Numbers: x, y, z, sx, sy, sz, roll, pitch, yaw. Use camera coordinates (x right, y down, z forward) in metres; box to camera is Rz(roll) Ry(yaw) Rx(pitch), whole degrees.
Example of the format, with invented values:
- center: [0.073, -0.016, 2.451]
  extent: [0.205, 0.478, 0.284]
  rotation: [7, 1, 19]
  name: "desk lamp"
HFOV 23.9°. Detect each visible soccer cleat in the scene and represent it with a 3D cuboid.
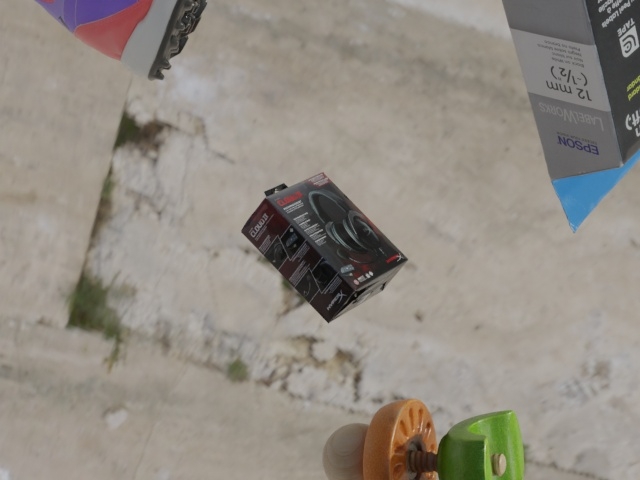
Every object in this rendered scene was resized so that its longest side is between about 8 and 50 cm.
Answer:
- center: [-0.104, -0.232, 0.931]
  extent: [0.116, 0.318, 0.108]
  rotation: [26, 49, -2]
  name: "soccer cleat"

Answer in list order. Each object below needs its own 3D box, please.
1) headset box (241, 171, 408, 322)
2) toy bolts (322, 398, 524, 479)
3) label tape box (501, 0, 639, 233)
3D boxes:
- center: [0.000, 0.000, 0.870]
  extent: [0.083, 0.032, 0.062]
  rotation: [47, 35, 12]
  name: "headset box"
- center: [0.057, 0.247, 1.185]
  extent: [0.158, 0.228, 0.218]
  rotation: [-4, 97, 25]
  name: "toy bolts"
- center: [0.312, -0.200, 1.467]
  extent: [0.249, 0.115, 0.347]
  rotation: [-43, 130, -26]
  name: "label tape box"
